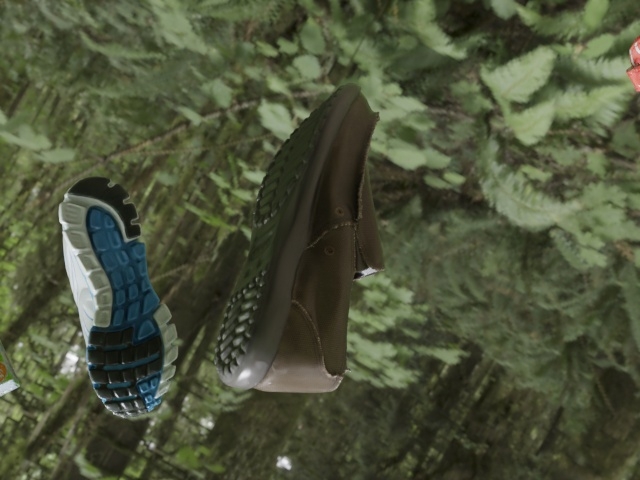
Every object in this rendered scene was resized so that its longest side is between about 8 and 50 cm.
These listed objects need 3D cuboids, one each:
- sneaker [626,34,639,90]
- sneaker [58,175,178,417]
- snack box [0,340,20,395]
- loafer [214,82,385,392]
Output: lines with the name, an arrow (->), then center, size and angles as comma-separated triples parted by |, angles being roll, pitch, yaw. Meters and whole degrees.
sneaker -> 0.212, -0.035, 0.424 | 0.145, 0.090, 0.270 | 45, 146, 20
sneaker -> -0.166, 0.045, 0.658 | 0.071, 0.191, 0.083 | -11, -177, -25
snack box -> -0.396, 0.137, 0.838 | 0.100, 0.141, 0.037 | 58, 164, 16
loafer -> 0.000, 0.000, 0.856 | 0.130, 0.366, 0.134 | 28, 151, -20
